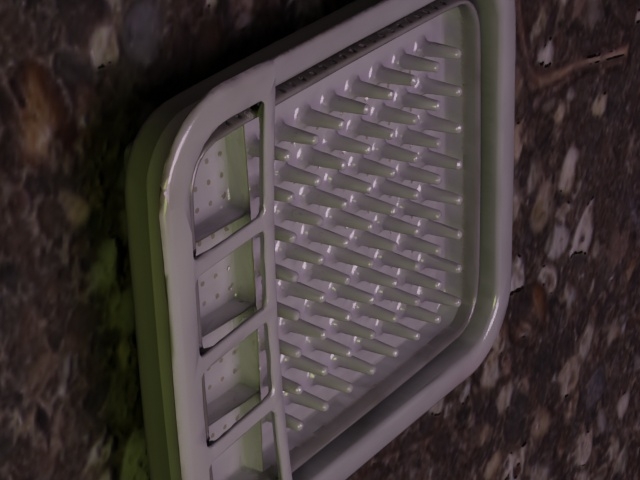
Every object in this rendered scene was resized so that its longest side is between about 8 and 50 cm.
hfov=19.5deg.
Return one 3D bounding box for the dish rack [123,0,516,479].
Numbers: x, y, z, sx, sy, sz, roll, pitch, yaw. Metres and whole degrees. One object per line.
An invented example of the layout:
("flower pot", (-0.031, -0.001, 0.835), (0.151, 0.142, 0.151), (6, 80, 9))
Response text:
("dish rack", (0.000, 0.000, 1.066), (0.333, 0.072, 0.286), (-33, 129, -45))
